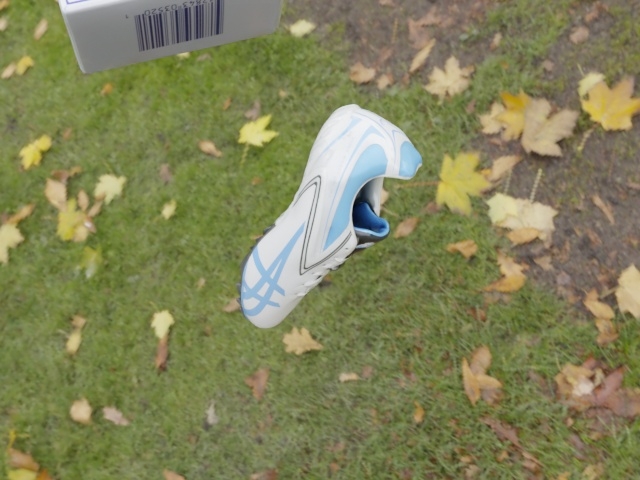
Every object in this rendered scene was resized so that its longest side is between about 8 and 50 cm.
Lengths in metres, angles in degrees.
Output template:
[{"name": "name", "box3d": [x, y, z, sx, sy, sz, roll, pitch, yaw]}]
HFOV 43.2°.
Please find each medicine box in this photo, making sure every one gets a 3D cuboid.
[{"name": "medicine box", "box3d": [-0.210, -0.387, 0.991, 0.263, 0.149, 0.289, -16, 76, -13]}]

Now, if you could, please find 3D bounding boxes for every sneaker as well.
[{"name": "sneaker", "box3d": [0.000, 0.000, 0.661, 0.086, 0.085, 0.237, 39, 128, 10]}]
